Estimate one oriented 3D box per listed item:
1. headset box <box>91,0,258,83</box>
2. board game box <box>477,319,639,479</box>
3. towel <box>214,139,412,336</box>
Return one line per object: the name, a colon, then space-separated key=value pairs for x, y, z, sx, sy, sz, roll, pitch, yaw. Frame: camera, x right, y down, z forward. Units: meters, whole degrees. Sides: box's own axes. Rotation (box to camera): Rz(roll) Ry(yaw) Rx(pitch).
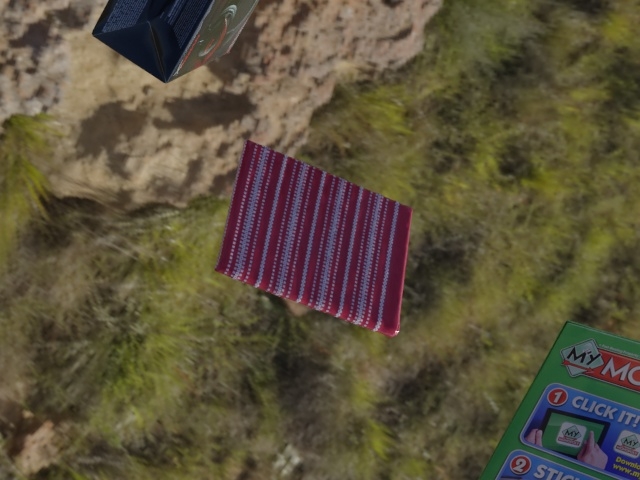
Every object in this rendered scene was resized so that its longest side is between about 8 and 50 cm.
headset box: x=-0.136 y=-0.332 z=1.324 sx=0.218 sy=0.110 sz=0.293 roll=-56 pitch=180 yaw=20
board game box: x=0.225 y=0.173 z=0.542 sx=0.213 sy=0.317 sz=0.046 roll=-53 pitch=138 yaw=-25
towel: x=0.000 y=0.000 z=1.423 sx=0.274 sy=0.031 sz=0.199 roll=22 pitch=60 yaw=-23
